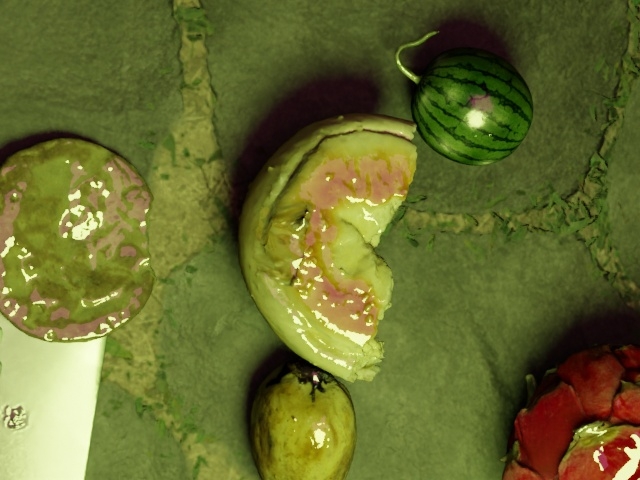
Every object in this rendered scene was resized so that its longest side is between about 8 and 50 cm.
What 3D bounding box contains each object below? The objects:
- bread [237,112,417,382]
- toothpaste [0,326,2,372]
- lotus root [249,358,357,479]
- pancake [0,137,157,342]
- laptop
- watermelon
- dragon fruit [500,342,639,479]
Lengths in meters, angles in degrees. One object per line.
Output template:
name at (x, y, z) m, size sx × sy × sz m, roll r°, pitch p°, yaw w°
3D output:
bread at (-0.005, 0.003, 1.972) m, size 0.192 × 0.171 × 0.314 m, roll 6°, pitch 88°, yaw -13°
toothpaste at (-0.406, 0.219, 1.919) m, size 0.067 × 0.037 × 0.255 m, roll 16°, pitch 92°, yaw -14°
lotus root at (-0.019, 0.244, 1.998) m, size 0.138 × 0.138 × 0.214 m, roll -6°, pitch 104°, yaw -16°
pancake at (-0.291, 0.000, 1.952) m, size 0.222 × 0.042 × 0.236 m, roll -23°, pitch 95°, yaw -17°
laptop at (-0.356, 0.204, 1.956) m, size 0.187 × 0.015 × 0.269 m, roll 9°, pitch 90°, yaw -16°
watermelon at (0.166, -0.172, 2.036) m, size 0.187 × 0.141 × 0.141 m, roll 28°, pitch 84°, yaw -5°
dragon fruit at (0.379, 0.274, 2.020) m, size 0.329 × 0.329 × 0.329 m, roll -1°, pitch 92°, yaw -16°
